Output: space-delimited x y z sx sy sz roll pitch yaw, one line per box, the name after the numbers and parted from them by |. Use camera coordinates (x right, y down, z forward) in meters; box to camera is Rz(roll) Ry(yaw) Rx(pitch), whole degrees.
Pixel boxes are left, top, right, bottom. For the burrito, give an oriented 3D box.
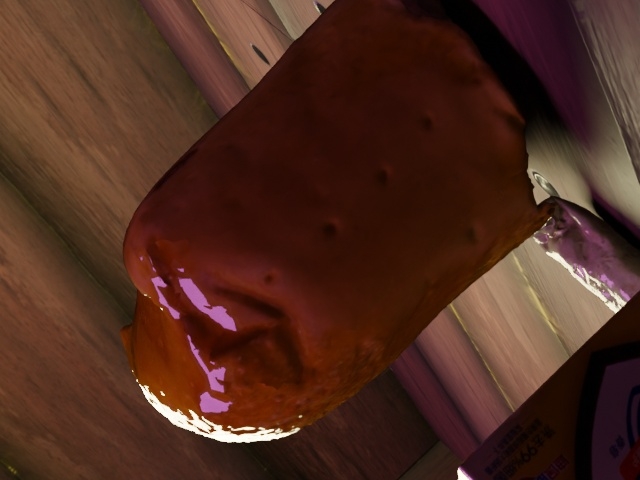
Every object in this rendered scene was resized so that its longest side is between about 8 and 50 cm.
0.285 0.063 1.554 0.275 0.059 0.082 45 166 21 | burrito

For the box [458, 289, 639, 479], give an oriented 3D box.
0.246 0.140 1.354 0.168 0.265 0.097 46 170 17 | box

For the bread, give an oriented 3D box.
0.000 0.000 1.566 0.250 0.394 0.361 44 171 1 | bread
